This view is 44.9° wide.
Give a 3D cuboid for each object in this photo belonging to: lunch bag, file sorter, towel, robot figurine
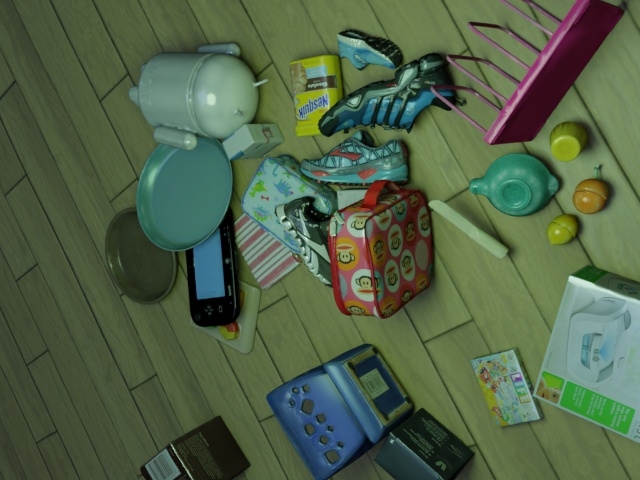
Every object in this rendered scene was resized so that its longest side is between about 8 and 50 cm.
[{"bbox_3d":[-0.072,-0.085,1.832,0.219,0.090,0.176,37,115,15],"label":"lunch bag"},{"bbox_3d":[0.130,0.004,1.593,0.120,0.293,0.258,1,105,33],"label":"lunch bag"},{"bbox_3d":[0.367,-0.349,1.423,0.182,0.202,0.291,44,121,22],"label":"file sorter"},{"bbox_3d":[-0.143,0.009,1.947,0.144,0.029,0.197,-38,76,33],"label":"towel"},{"bbox_3d":[-0.295,-0.349,1.862,0.353,0.200,0.300,10,72,32],"label":"robot figurine"}]

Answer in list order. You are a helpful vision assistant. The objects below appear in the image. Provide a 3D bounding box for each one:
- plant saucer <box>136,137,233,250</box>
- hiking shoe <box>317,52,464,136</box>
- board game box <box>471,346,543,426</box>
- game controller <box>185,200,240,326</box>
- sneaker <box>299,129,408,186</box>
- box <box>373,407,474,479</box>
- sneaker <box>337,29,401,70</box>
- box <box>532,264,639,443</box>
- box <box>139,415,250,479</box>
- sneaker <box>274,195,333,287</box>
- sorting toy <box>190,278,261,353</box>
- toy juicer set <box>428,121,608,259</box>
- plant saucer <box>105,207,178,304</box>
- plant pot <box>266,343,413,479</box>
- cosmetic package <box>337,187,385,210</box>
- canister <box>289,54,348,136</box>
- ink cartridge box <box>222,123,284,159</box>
[{"bbox_3d":[-0.343,-0.127,1.992,0.317,0.043,0.318,-6,78,30],"label":"plant saucer"},{"bbox_3d":[0.136,-0.272,1.622,0.304,0.113,0.132,-24,100,24],"label":"hiking shoe"},{"bbox_3d":[0.397,0.313,1.648,0.103,0.026,0.154,-23,87,35],"label":"board game box"},{"bbox_3d":[-0.279,0.060,1.988,0.166,0.067,0.319,-11,83,45],"label":"game controller"},{"bbox_3d":[0.076,-0.183,1.728,0.262,0.104,0.125,4,92,25],"label":"sneaker"},{"bbox_3d":[0.230,0.477,1.716,0.156,0.158,0.093,39,119,22],"label":"box"},{"bbox_3d":[0.106,-0.402,1.681,0.162,0.063,0.073,30,133,30],"label":"sneaker"},{"bbox_3d":[0.560,0.211,1.460,0.231,0.127,0.262,23,111,30],"label":"box"},{"bbox_3d":[-0.339,0.613,2.099,0.168,0.203,0.167,-43,76,33],"label":"box"},{"bbox_3d":[0.000,0.000,1.731,0.106,0.078,0.234,-30,97,27],"label":"sneaker"},{"bbox_3d":[-0.259,0.181,2.053,0.208,0.038,0.193,21,111,29],"label":"sorting toy"},{"bbox_3d":[0.408,-0.075,1.534,0.329,0.089,0.209,-29,101,31],"label":"toy juicer set"},{"bbox_3d":[-0.500,0.042,2.184,0.278,0.041,0.278,8,104,32],"label":"plant saucer"},{"bbox_3d":[0.059,0.376,1.769,0.212,0.236,0.236,-39,77,28],"label":"plant pot"},{"bbox_3d":[0.101,0.000,1.758,0.099,0.060,0.239,2,102,32],"label":"cosmetic package"},{"bbox_3d":[-0.006,-0.326,1.754,0.126,0.073,0.170,-2,97,34],"label":"canister"},{"bbox_3d":[-0.159,-0.236,1.846,0.088,0.122,0.052,-31,79,34],"label":"ink cartridge box"}]
